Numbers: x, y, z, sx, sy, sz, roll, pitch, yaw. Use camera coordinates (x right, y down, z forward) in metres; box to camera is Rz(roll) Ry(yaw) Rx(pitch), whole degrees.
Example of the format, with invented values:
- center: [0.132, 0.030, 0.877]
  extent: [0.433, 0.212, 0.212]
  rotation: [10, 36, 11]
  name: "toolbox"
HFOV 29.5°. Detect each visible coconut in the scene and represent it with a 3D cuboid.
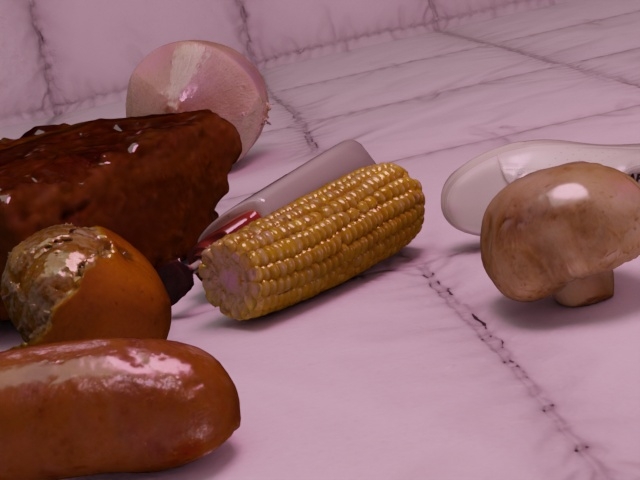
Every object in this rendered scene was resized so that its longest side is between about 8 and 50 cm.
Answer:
- center: [-0.188, -0.197, 1.840]
  extent: [0.224, 0.224, 0.234]
  rotation: [-12, 14, 1]
  name: "coconut"

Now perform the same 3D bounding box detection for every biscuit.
- center: [-0.315, -0.028, 1.368]
  extent: [0.343, 0.166, 0.395]
  rotation: [-3, 15, 36]
  name: "biscuit"

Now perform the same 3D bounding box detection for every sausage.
- center: [-0.190, 0.124, 0.832]
  extent: [0.270, 0.109, 0.109]
  rotation: [-10, 14, -3]
  name: "sausage"

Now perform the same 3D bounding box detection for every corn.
- center: [0.000, 0.000, 1.156]
  extent: [0.244, 0.093, 0.093]
  rotation: [-28, 21, -35]
  name: "corn"

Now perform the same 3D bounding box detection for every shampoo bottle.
- center: [-0.066, -0.010, 1.249]
  extent: [0.284, 0.071, 0.153]
  rotation: [-30, -4, -44]
  name: "shampoo bottle"

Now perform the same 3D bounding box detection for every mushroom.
- center: [0.198, -0.005, 0.980]
  extent: [0.148, 0.112, 0.148]
  rotation: [-14, 13, 3]
  name: "mushroom"

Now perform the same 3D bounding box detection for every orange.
- center: [-0.200, 0.057, 1.015]
  extent: [0.134, 0.156, 0.156]
  rotation: [-58, 19, 1]
  name: "orange"

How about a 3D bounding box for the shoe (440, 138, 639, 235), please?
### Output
- center: [0.241, -0.043, 1.126]
  extent: [0.265, 0.095, 0.110]
  rotation: [-7, 16, 10]
  name: "shoe"
